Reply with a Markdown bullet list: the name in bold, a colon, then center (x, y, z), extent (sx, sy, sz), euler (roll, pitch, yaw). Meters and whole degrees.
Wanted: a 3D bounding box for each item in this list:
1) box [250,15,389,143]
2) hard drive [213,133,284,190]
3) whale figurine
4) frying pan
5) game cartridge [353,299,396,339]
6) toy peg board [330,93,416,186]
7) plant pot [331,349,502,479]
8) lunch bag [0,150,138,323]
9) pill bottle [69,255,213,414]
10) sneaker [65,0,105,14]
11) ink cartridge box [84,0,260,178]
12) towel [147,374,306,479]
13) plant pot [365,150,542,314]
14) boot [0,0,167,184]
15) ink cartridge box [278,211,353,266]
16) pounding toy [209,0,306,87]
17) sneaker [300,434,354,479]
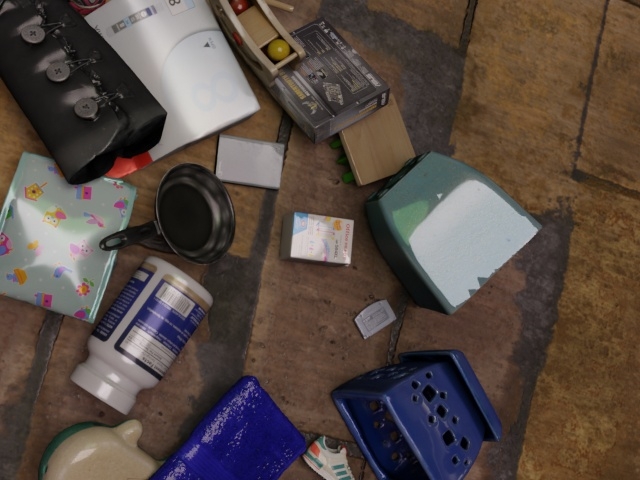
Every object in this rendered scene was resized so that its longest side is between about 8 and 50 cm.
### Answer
- **box**: center (-0.003, -0.321, 1.800), extent (0.183, 0.056, 0.231), euler (-32, 65, -18)
- **hard drive**: center (-0.143, -0.156, 1.810), extent (0.135, 0.022, 0.094), euler (7, 83, -17)
- **whale figurine**: center (-0.377, 0.415, 1.642), extent (0.272, 0.141, 0.216), euler (15, 95, -39)
- **frying pan**: center (-0.268, -0.010, 1.677), extent (0.197, 0.053, 0.326), euler (57, 44, -21)
- **game cartridge**: center (0.110, 0.159, 1.869), extent (0.083, 0.017, 0.056), euler (-30, 98, -18)
- **toy peg board**: center (0.096, -0.202, 1.876), extent (0.160, 0.079, 0.161), euler (-21, 93, -34)
- **plant pot**: center (0.198, 0.340, 1.774), extent (0.212, 0.236, 0.236), euler (-32, 96, -25)
- **lunch bag**: center (-0.467, -0.010, 1.622), extent (0.223, 0.160, 0.263), euler (19, 85, -15)
- **pill bottle**: center (-0.327, 0.174, 1.652), extent (0.153, 0.153, 0.265), euler (37, 75, -12)
- **sneaker**: center (-0.457, -0.584, 1.699), extent (0.120, 0.112, 0.299), euler (-18, 90, -19)
- **ink cartridge box**: center (-0.351, -0.303, 1.721), extent (0.384, 0.091, 0.308), euler (-28, 94, -19)
- **towel**: center (-0.171, 0.425, 1.676), extent (0.308, 0.076, 0.228), euler (-48, 129, -18)
- **plant pot**: center (0.231, -0.035, 1.793), extent (0.248, 0.247, 0.252), euler (-42, 95, -6)
- **boot**: center (-0.538, -0.274, 1.585), extent (0.367, 0.146, 0.445), euler (-36, 87, -15)
- **ink cartridge box**: center (0.000, 0.000, 1.808), extent (0.143, 0.090, 0.092), euler (7, 83, -17)
- **pounding toy**: center (-0.109, -0.435, 1.728), extent (0.154, 0.154, 0.269), euler (-35, 71, -11)
- **sneaker**: center (0.041, 0.451, 1.798), extent (0.161, 0.057, 0.075), euler (40, 80, -8)
